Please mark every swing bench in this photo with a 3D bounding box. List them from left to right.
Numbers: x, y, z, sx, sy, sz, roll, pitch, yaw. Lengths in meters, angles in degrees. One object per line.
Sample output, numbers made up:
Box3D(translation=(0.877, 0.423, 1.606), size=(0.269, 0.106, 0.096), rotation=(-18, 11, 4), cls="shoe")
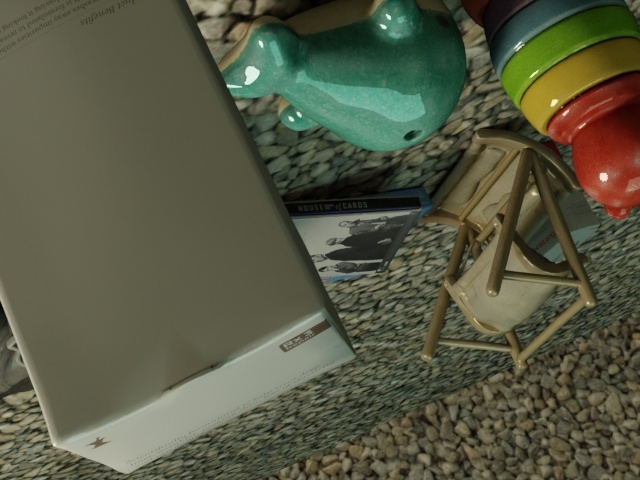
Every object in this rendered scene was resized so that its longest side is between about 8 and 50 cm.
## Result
Box3D(translation=(0.253, 0.017, 1.851), size=(0.165, 0.255, 0.253), rotation=(7, 152, -14), cls="swing bench")

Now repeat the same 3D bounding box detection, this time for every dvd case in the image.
Box3D(translation=(0.000, 0.000, 1.783), size=(0.238, 0.030, 0.179), rotation=(-3, 151, -18), cls="dvd case")

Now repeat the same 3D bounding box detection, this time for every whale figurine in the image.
Box3D(translation=(0.030, -0.160, 1.303), size=(0.272, 0.141, 0.216), rotation=(-6, 154, -43), cls="whale figurine")

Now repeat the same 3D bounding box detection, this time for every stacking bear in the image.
Box3D(translation=(0.276, -0.166, 1.361), size=(0.164, 0.289, 0.175), rotation=(-10, 157, -37), cls="stacking bear")

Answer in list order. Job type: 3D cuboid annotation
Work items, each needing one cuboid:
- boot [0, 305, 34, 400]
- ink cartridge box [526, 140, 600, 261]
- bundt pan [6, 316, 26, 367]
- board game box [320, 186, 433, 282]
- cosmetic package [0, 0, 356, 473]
Box3D(translation=(-0.489, 0.168, 1.633), size=(0.338, 0.118, 0.222), rotation=(-38, 152, 15), cls="boot")
Box3D(translation=(0.330, -0.054, 1.948), size=(0.063, 0.151, 0.109), rotation=(-12, 158, -33), cls="ink cartridge box")
Box3D(translation=(-0.218, 0.023, 1.511), size=(0.330, 0.124, 0.331), rotation=(-23, 160, -9), cls="bundt pan")
Box3D(translation=(0.044, 0.000, 1.910), size=(0.160, 0.039, 0.211), rotation=(-9, 155, -37), cls="board game box")
Box3D(translation=(-0.151, -0.042, 1.015), size=(0.217, 0.385, 0.156), rotation=(-25, 161, 3), cls="cosmetic package")
